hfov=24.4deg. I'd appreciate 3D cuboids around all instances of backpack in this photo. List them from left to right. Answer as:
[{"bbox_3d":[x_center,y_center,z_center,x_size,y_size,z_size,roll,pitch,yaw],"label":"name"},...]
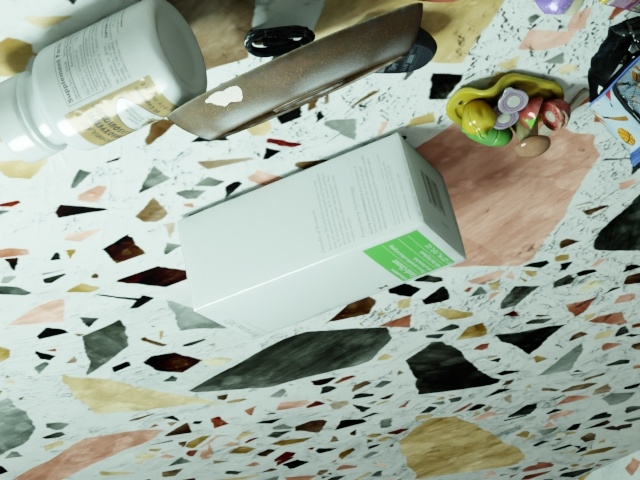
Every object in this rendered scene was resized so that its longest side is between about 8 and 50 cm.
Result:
[{"bbox_3d":[0.475,-0.205,1.858,0.276,0.213,0.263,-30,178,-22],"label":"backpack"}]

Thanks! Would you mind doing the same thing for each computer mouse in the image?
[{"bbox_3d":[0.026,-0.244,1.807,0.242,0.041,0.071,3,151,-16],"label":"computer mouse"}]

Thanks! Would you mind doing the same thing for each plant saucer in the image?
[{"bbox_3d":[-0.020,-0.180,1.644,0.311,0.050,0.310,-24,-178,1],"label":"plant saucer"}]

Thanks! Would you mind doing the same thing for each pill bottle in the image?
[{"bbox_3d":[-0.256,-0.177,1.694,0.229,0.131,0.131,-22,153,19],"label":"pill bottle"}]

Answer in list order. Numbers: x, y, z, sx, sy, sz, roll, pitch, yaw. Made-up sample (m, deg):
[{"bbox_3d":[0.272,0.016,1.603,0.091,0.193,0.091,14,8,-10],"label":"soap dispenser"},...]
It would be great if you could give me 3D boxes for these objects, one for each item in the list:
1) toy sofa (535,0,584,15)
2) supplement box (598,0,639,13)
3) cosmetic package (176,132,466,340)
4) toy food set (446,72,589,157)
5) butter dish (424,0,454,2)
[{"bbox_3d":[0.220,-0.387,1.356,0.150,0.177,0.362,3,140,-27],"label":"toy sofa"},{"bbox_3d":[0.382,-0.314,1.807,0.083,0.043,0.055,7,147,-34],"label":"supplement box"},{"bbox_3d":[0.000,0.000,2.153,0.365,0.155,0.197,-23,155,18],"label":"cosmetic package"},{"bbox_3d":[0.277,-0.162,2.039,0.218,0.071,0.128,5,149,-34],"label":"toy food set"},{"bbox_3d":[0.119,-0.311,1.570,0.160,0.118,0.160,2,133,-22],"label":"butter dish"}]
